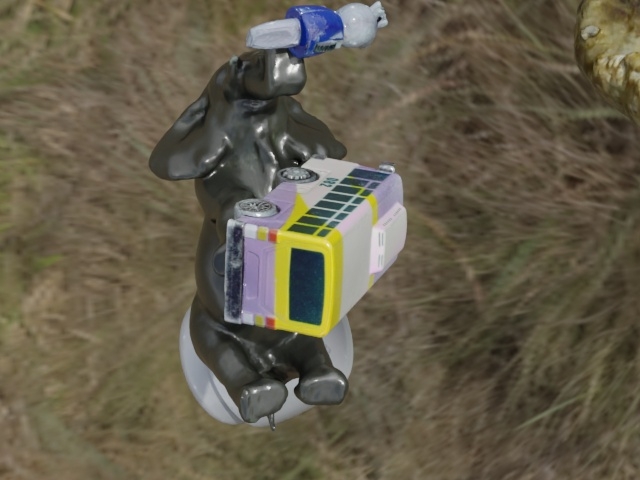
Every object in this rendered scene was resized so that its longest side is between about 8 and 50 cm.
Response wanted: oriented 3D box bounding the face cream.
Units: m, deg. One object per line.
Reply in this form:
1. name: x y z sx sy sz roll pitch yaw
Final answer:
1. face cream: -0.041 0.081 1.407 0.104 0.117 0.117 -17 86 28

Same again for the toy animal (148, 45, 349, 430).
1. toy animal: -0.039 -0.010 1.071 0.114 0.146 0.245 7 109 -18

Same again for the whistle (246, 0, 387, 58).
1. whistle: -0.002 -0.111 0.993 0.029 0.083 0.033 61 147 35

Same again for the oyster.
1. oyster: 0.243 -0.121 1.342 0.094 0.294 0.166 -30 83 8

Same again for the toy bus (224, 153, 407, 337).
1. toy bus: 0.000 0.000 0.808 0.058 0.102 0.052 11 113 19
